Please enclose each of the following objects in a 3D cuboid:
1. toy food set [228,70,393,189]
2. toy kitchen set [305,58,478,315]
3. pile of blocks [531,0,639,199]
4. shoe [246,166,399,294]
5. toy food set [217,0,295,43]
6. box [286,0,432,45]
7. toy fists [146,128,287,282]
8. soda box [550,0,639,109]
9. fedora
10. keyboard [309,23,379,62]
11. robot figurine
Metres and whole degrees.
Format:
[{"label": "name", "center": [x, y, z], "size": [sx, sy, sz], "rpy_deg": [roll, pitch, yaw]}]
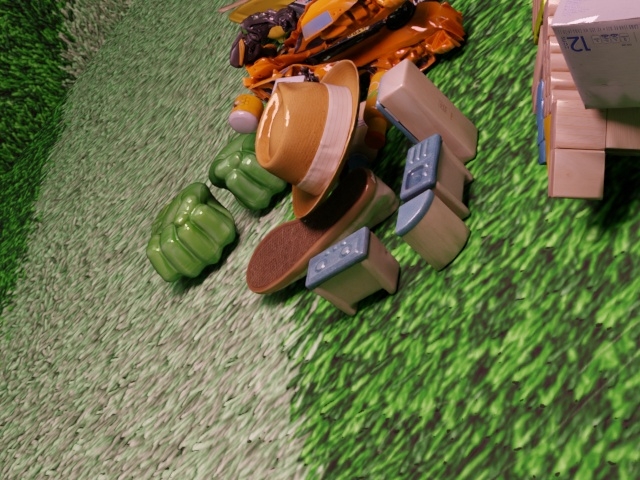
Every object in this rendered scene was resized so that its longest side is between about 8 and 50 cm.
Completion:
[{"label": "toy food set", "center": [-0.007, -0.130, 1.411], "size": [0.232, 0.111, 0.104], "rpy_deg": [-3, 50, 22]}, {"label": "toy kitchen set", "center": [0.060, -0.055, 1.192], "size": [0.166, 0.122, 0.207], "rpy_deg": [-31, 29, 33]}, {"label": "pile of blocks", "center": [0.264, -0.161, 1.066], "size": [0.113, 0.149, 0.362], "rpy_deg": [3, 52, 5]}, {"label": "shoe", "center": [0.000, 0.000, 1.303], "size": [0.219, 0.058, 0.076], "rpy_deg": [-38, 46, 30]}, {"label": "toy food set", "center": [-0.091, -0.391, 2.012], "size": [0.128, 0.071, 0.218], "rpy_deg": [-27, 24, -11]}, {"label": "box", "center": [0.064, -0.350, 1.639], "size": [0.175, 0.051, 0.220], "rpy_deg": [-31, 24, -8]}, {"label": "toy fists", "center": [-0.134, -0.061, 1.555], "size": [0.279, 0.096, 0.142], "rpy_deg": [-46, 25, 3]}, {"label": "soda box", "center": [0.328, -0.167, 0.845], "size": [0.286, 0.098, 0.091], "rpy_deg": [1, 51, 36]}, {"label": "fedora", "center": [-0.022, -0.122, 1.269], "size": [0.194, 0.079, 0.194], "rpy_deg": [-162, 90, -72]}, {"label": "keyboard", "center": [0.054, -0.243, 1.534], "size": [0.192, 0.100, 0.038], "rpy_deg": [-20, 74, 26]}, {"label": "robot figurine", "center": [0.024, -0.242, 1.443], "size": [0.291, 0.211, 0.085], "rpy_deg": [-27, 47, 31]}]
